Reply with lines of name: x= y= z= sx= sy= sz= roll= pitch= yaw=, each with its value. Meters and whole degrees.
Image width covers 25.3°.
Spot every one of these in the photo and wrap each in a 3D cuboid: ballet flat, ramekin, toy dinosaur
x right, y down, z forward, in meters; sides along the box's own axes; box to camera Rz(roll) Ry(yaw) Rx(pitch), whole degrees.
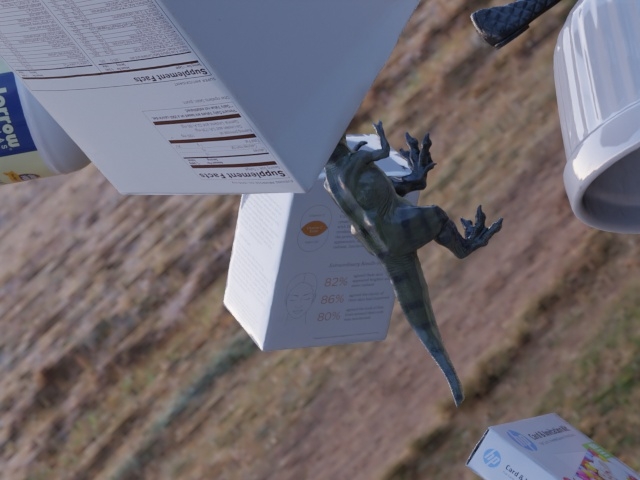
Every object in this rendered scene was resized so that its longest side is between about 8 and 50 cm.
ballet flat: x=0.231 y=-0.267 z=1.532 sx=0.173 sy=0.049 sz=0.057 roll=-41 pitch=8 yaw=-26
ramekin: x=0.229 y=-0.092 z=0.804 sx=0.207 sy=0.109 sz=0.207 roll=-11 pitch=-19 yaw=-4
toy dinosaur: x=0.067 y=-0.017 z=1.077 sx=0.118 sy=0.268 sz=0.064 roll=-34 pitch=9 yaw=-40

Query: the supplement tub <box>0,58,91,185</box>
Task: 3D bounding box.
supplement tub: x=-0.383 y=-0.176 z=1.616 sx=0.325 sy=0.235 sz=0.235 roll=-10 pitch=18 yaw=4

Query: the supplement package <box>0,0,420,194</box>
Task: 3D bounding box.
supplement package: x=-0.069 y=-0.160 z=0.747 sx=0.149 sy=0.203 sz=0.194 roll=1 pitch=50 yaw=41

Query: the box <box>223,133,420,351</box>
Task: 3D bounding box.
box: x=0.000 y=0.000 z=1.265 sx=0.091 sy=0.130 sz=0.170 roll=45 pitch=130 yaw=51

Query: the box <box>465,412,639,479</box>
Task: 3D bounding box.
box: x=0.211 y=0.196 z=1.027 sx=0.145 sy=0.186 sz=0.038 roll=5 pitch=-63 yaw=-62
